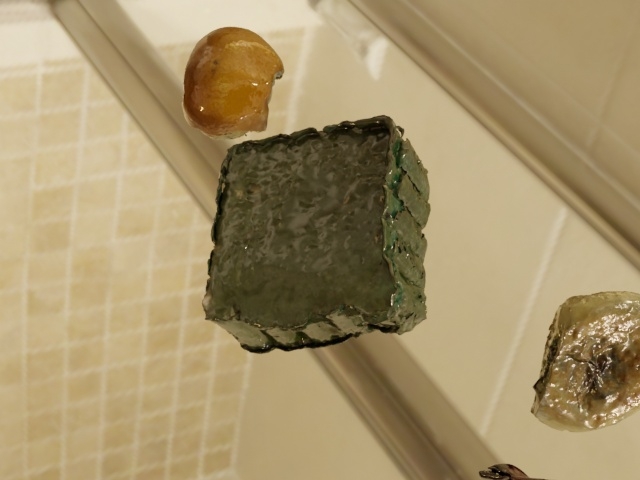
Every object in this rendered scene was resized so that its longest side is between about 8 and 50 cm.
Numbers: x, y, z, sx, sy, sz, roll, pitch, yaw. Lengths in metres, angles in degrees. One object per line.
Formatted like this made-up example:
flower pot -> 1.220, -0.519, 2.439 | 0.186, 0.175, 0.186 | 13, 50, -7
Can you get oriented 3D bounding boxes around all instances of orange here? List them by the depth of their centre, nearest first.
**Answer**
orange -> -0.115, -0.205, 1.674 | 0.156, 0.134, 0.156 | 9, 90, -73

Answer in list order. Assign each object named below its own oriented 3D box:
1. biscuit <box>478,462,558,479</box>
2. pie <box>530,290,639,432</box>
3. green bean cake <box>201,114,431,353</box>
biscuit -> 0.269, 0.255, 1.134 | 0.063, 0.235, 0.151 | -62, 145, -27
pie -> 0.374, 0.159, 1.655 | 0.185, 0.052, 0.218 | 2, 115, -15
green bean cake -> 0.000, 0.000, 1.442 | 0.241, 0.255, 0.132 | -8, 151, 20
